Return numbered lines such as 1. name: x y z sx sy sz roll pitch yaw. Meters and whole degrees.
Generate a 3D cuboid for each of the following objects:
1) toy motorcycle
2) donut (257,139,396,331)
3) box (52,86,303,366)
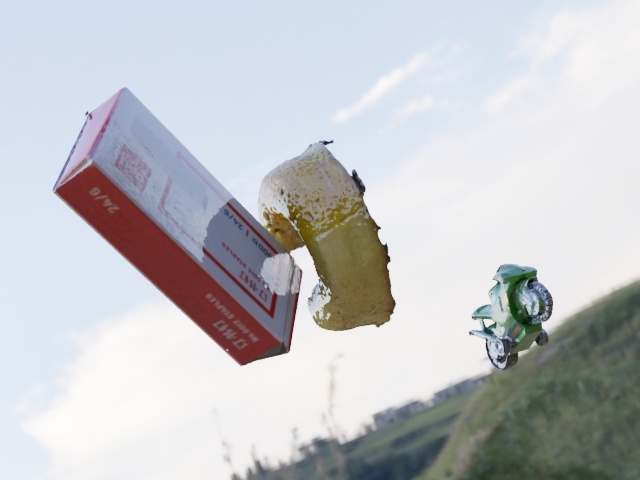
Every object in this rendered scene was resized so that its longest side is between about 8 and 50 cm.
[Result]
1. toy motorcycle: 0.250 0.093 1.661 0.074 0.106 0.190 -12 -27 -22
2. donut: 0.000 -0.007 1.097 0.078 0.181 0.146 -17 -43 -14
3. box: -0.107 -0.007 1.019 0.050 0.123 0.229 -32 -65 26
